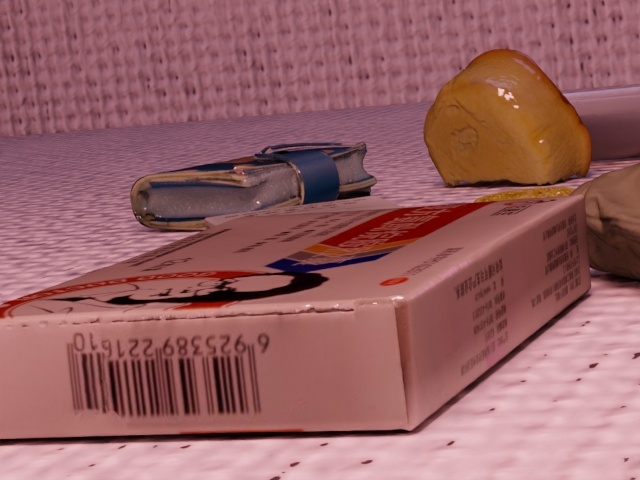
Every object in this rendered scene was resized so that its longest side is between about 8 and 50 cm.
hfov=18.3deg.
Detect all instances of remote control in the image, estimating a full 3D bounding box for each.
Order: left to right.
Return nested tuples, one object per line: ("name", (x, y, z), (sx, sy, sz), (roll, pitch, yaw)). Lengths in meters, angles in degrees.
("remote control", (0.304, -0.114, 1.928), (0.250, 0.034, 0.103), (-5, -25, 2))

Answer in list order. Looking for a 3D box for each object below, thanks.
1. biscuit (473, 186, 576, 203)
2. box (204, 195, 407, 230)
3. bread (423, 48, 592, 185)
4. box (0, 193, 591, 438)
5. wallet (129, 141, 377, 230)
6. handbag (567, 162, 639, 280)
("biscuit", (0.157, -0.025, 1.507), (0.084, 0.023, 0.084), (-6, 6, 1))
("box", (0.000, 0.000, 1.390), (0.139, 0.035, 0.245), (-7, 6, -8))
("bread", (0.168, -0.109, 1.833), (0.156, 0.125, 0.086), (6, 31, 43))
("box", (-0.004, 0.031, 1.006), (0.214, 0.069, 0.353), (-3, 9, 20))
("wallet", (-0.054, -0.051, 1.780), (0.141, 0.059, 0.202), (1, 9, 34))
("handbag", (0.308, -0.039, 1.130), (0.315, 0.109, 0.253), (-14, 4, -15))
